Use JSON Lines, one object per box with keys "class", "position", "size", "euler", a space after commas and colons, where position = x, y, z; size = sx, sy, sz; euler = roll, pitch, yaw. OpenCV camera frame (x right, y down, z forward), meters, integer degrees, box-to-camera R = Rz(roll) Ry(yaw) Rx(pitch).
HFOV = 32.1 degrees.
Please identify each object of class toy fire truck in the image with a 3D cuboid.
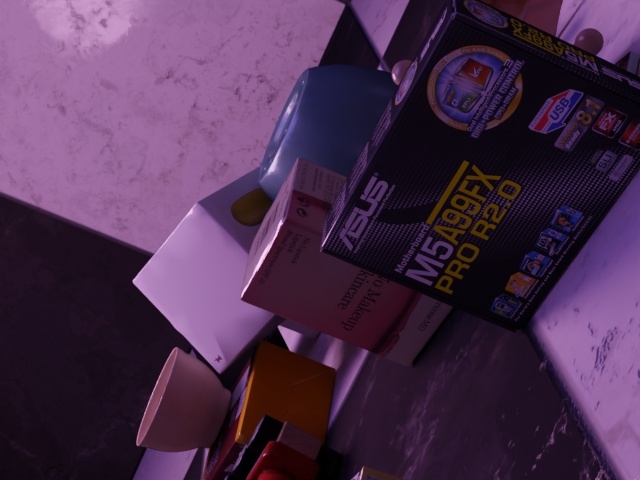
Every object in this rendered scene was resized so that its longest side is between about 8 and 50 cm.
{"class": "toy fire truck", "position": [-0.073, 0.395, 1.472], "size": [0.217, 0.158, 0.246], "euler": [-59, 3, 37]}

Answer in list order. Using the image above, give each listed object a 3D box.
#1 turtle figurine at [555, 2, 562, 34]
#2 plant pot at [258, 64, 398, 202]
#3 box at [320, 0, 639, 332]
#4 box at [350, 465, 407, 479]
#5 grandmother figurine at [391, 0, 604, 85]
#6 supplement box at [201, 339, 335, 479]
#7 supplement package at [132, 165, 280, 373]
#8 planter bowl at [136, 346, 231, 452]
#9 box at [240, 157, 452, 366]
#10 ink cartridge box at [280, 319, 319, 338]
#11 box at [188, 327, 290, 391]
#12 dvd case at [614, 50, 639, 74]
{"class": "turtle figurine", "position": [0.172, -0.187, 1.339], "size": [0.217, 0.087, 0.269], "euler": [-40, -8, -45]}
{"class": "plant pot", "position": [0.048, -0.124, 1.639], "size": [0.293, 0.235, 0.293], "euler": [-158, 90, -81]}
{"class": "box", "position": [0.152, -0.062, 1.014], "size": [0.060, 0.216, 0.270], "euler": [-84, 20, -56]}
{"class": "box", "position": [0.020, 0.346, 1.261], "size": [0.232, 0.058, 0.087], "euler": [124, 164, -48]}
{"class": "grandmother figurine", "position": [0.178, -0.167, 1.124], "size": [0.342, 0.208, 0.104], "euler": [72, -157, -63]}
{"class": "supplement box", "position": [-0.083, 0.299, 1.699], "size": [0.191, 0.129, 0.194], "euler": [-80, 16, -49]}
{"class": "supplement package", "position": [-0.106, 0.030, 1.727], "size": [0.198, 0.199, 0.263], "euler": [-47, -6, 33]}
{"class": "planter bowl", "position": [-0.206, 0.261, 1.728], "size": [0.162, 0.109, 0.162], "euler": [-156, 90, -80]}
{"class": "box", "position": [0.040, 0.028, 1.347], "size": [0.127, 0.232, 0.148], "euler": [-80, 16, -50]}
{"class": "ink cartridge box", "position": [0.000, 0.000, 1.949], "size": [0.201, 0.117, 0.278], "euler": [-84, 19, -58]}
{"class": "box", "position": [-0.135, 0.187, 1.938], "size": [0.103, 0.184, 0.261], "euler": [-27, 10, 8]}
{"class": "dvd case", "position": [0.272, -0.125, 1.103], "size": [0.119, 0.013, 0.087], "euler": [131, 159, -64]}
